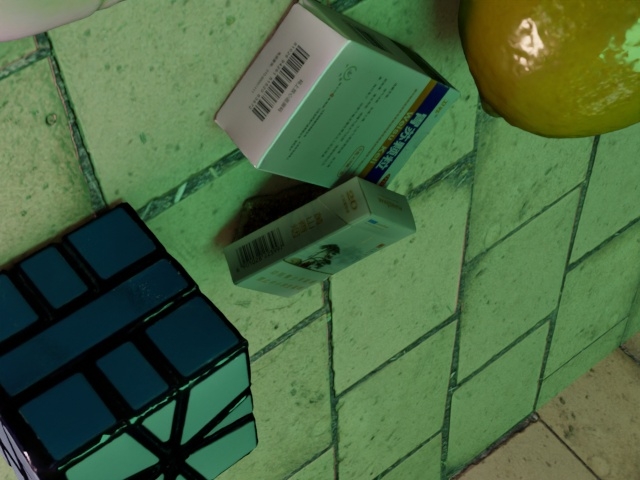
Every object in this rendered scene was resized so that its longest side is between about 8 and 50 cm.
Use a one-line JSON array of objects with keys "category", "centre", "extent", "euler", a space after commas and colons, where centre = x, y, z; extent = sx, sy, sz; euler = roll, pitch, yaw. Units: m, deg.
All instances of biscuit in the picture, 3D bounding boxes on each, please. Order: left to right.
[{"category": "biscuit", "centre": [-0.033, -0.032, 1.734], "extent": [0.231, 0.025, 0.131], "euler": [-19, 142, -38]}]

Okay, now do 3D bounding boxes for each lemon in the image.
[{"category": "lemon", "centre": [0.342, -0.297, 1.565], "extent": [0.364, 0.364, 0.364], "euler": [-32, 148, -22]}]

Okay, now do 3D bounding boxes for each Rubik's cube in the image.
[{"category": "Rubik's cube", "centre": [-0.268, 0.181, 1.449], "extent": [0.288, 0.283, 0.293], "euler": [-34, 148, -21]}]

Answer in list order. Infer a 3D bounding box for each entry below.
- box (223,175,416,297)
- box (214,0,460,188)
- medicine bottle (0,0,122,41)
[{"category": "box", "centre": [0.001, 0.000, 1.638], "extent": [0.233, 0.067, 0.149], "euler": [-28, 161, 22]}, {"category": "box", "centre": [0.029, -0.177, 1.542], "extent": [0.200, 0.106, 0.299], "euler": [-52, 149, 17]}, {"category": "medicine bottle", "centre": [-0.232, -0.291, 0.936], "extent": [0.406, 0.236, 0.236], "euler": [-29, 147, -27]}]
